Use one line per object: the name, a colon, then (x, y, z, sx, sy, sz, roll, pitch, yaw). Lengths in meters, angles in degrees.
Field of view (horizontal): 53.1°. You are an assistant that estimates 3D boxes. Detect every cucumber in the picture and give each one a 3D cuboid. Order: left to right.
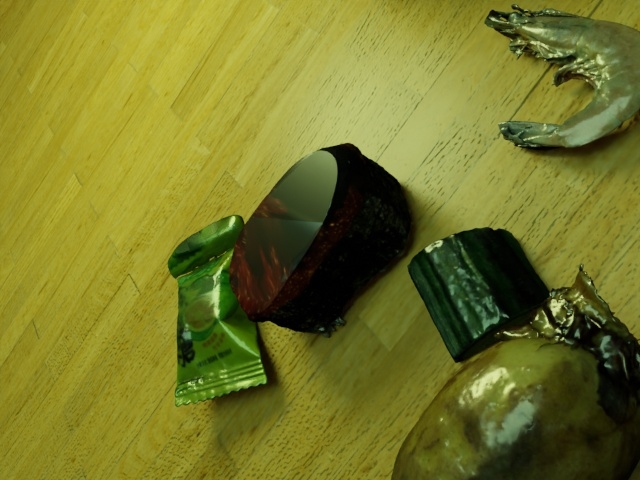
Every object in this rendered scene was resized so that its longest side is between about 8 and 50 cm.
cucumber: (0.148, 0.047, 0.628, 0.116, 0.062, 0.115, -39, 54, 24)

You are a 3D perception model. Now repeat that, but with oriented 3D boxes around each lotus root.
lotus root: (0.144, 0.172, 0.503, 0.141, 0.169, 0.314, 41, 104, 19)

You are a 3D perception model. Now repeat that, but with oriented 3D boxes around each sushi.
sushi: (0.000, 0.000, 0.739, 0.225, 0.126, 0.136, -54, 47, 18)

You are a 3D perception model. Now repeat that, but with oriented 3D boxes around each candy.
candy: (-0.143, 0.097, 0.858, 0.149, 0.069, 0.246, -27, 51, 25)

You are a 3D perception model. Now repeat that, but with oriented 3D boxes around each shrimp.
shrimp: (0.229, -0.168, 0.657, 0.152, 0.046, 0.219, -52, 47, 8)
